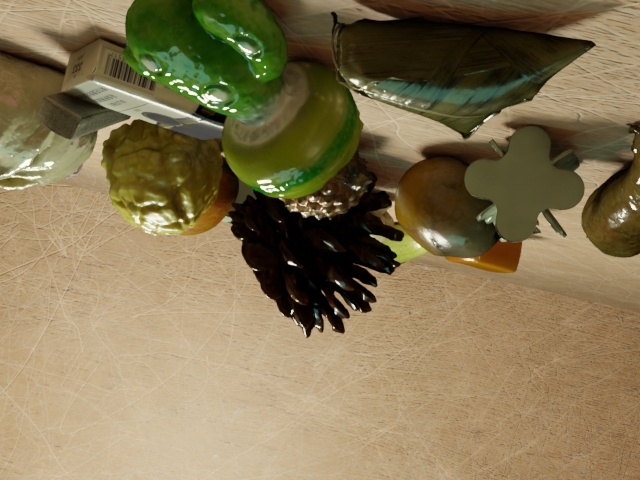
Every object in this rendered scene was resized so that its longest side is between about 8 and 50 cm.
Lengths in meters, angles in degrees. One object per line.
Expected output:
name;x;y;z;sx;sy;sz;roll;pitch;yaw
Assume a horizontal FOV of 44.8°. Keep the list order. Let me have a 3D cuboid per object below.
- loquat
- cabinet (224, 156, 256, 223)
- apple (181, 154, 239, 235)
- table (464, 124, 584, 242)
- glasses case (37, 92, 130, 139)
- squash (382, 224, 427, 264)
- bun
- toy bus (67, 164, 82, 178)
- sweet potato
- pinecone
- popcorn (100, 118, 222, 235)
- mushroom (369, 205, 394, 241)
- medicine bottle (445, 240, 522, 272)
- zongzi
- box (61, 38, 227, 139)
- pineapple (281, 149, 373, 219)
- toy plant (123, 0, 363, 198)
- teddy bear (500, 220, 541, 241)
loquat;0.226;-0.057;1.366;0.179;0.179;0.227;15;-169;-25
cabinet;-0.191;-0.109;1.957;0.206;0.150;0.145;16;173;-40
apple;-0.298;-0.122;1.757;0.236;0.237;0.207;8;-175;39
table;0.319;-0.076;1.178;0.166;0.167;0.198;10;-178;22
glasses case;-0.382;-0.216;1.285;0.070;0.047;0.205;32;-158;1
squash;0.281;0.011;2.319;0.137;0.137;0.287;15;172;-28
bun;-0.597;-0.211;1.433;0.365;0.220;0.365;14;172;2
toy bus;-0.634;-0.226;1.798;0.202;0.142;0.142;9;168;40
sweet potato;0.474;-0.061;1.161;0.130;0.131;0.423;11;168;13
pinecone;0.000;0.000;1.684;0.397;0.398;0.398;12;175;1
popcorn;-0.310;-0.134;1.504;0.225;0.249;0.249;7;174;13
mushroom;0.121;-0.066;1.935;0.154;0.122;0.154;39;-162;-15
medicine bottle;0.409;0.012;2.070;0.222;0.112;0.149;15;174;-28
zongzi;0.124;-0.183;0.762;0.204;0.094;0.204;14;170;-22
box;-0.259;-0.231;1.230;0.259;0.071;0.168;17;173;-32
pineapple;0.017;-0.114;1.430;0.193;0.166;0.166;9;174;41
toy plant;-0.101;-0.195;0.940;0.224;0.185;0.316;2;154;37
teddy bear;0.376;-0.043;1.736;0.213;0.111;0.133;-18;-178;28
